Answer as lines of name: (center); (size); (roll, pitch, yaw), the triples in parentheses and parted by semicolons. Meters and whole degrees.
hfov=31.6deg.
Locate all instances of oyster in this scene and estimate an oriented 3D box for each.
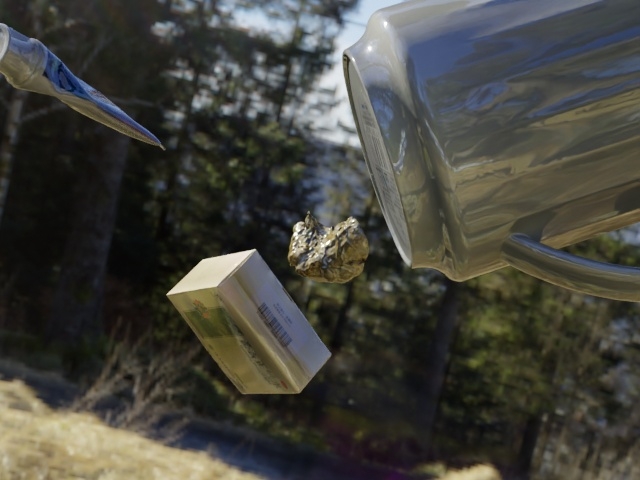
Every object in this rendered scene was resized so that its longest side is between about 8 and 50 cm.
oyster: (0.000, 0.000, 0.890); (0.038, 0.083, 0.081); (-6, 58, -28)

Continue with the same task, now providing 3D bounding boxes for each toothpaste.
toothpaste: (-0.294, -0.177, 1.357); (0.096, 0.061, 0.266); (35, 3, 37)

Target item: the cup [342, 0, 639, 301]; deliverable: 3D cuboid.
cup: (0.212, -0.081, 0.931); (0.326, 0.323, 0.237); (-18, -29, -3)

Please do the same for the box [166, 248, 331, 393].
box: (-0.109, 0.128, 1.731); (0.168, 0.095, 0.212); (-13, -63, 53)
